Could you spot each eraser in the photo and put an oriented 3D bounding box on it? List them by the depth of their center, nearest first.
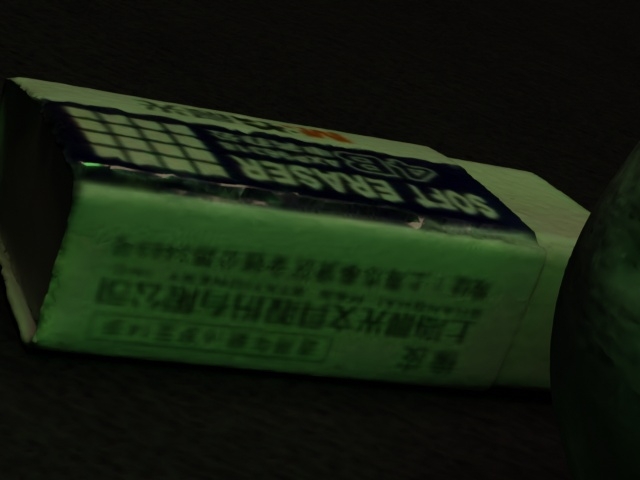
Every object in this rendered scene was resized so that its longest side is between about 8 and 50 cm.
[{"bbox_3d":[0.000,0.000,0.703,0.287,0.086,0.130,7,22,-27],"label":"eraser"}]

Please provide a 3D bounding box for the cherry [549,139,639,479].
[{"bbox_3d":[0.203,0.029,0.513,0.255,0.296,0.218,-2,33,-21],"label":"cherry"}]
